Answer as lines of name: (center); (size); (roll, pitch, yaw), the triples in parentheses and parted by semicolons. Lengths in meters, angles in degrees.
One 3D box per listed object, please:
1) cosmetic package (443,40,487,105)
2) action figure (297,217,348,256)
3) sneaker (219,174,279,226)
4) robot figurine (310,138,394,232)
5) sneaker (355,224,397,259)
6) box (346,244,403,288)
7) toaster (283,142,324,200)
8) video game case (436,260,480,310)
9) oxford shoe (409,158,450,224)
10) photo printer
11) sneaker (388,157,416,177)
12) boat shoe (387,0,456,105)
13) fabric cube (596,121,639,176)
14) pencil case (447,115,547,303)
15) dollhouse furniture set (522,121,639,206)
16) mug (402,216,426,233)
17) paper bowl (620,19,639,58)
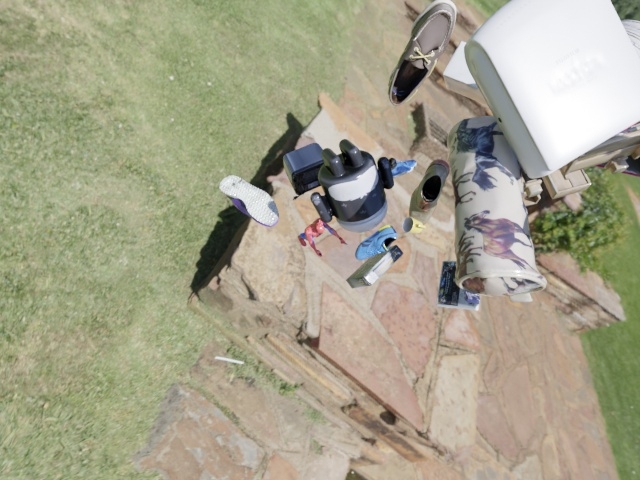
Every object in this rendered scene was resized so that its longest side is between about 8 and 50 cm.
cosmetic package: (0.725, -0.659, 1.701); (0.385, 0.156, 0.217); (30, 13, 20)
action figure: (0.000, 0.000, 1.387); (0.091, 0.280, 0.139); (-40, 89, -10)
sneaker: (-0.251, -0.133, 1.563); (0.293, 0.146, 0.102); (39, 77, 26)
robot figurine: (0.095, -0.153, 1.199); (0.278, 0.209, 0.174); (64, 36, -37)
sneaker: (0.224, 0.026, 1.657); (0.069, 0.209, 0.082); (30, 31, -35)
box: (0.243, 0.121, 1.853); (0.231, 0.183, 0.056); (-40, 95, -24)
toaster: (-0.056, -0.275, 1.618); (0.185, 0.168, 0.110); (-25, 65, -7)
video game case: (0.548, 0.174, 1.607); (0.022, 0.173, 0.190); (23, 74, -39)
oxford shoe: (0.455, -0.182, 1.789); (0.123, 0.348, 0.130); (20, 41, 13)
photo printer: (0.434, -0.310, 0.757); (0.308, 0.256, 0.107); (60, 1, -4)
sneaker: (0.340, -0.328, 1.772); (0.084, 0.152, 0.058); (58, 13, -44)
boat shoe: (0.289, -0.534, 1.196); (0.116, 0.324, 0.097); (20, 62, -9)
fabric cube: (1.251, -0.432, 1.624); (0.254, 0.258, 0.259); (20, 1, 18)
pencil case: (0.362, -0.077, 0.866); (0.183, 0.160, 0.410); (40, 48, -49)
dollhouse furniture set: (0.700, -0.270, 1.139); (0.355, 0.303, 0.174); (54, 20, -67)
mug: (0.359, -0.050, 1.552); (0.064, 0.062, 0.078); (13, 28, -29)
paper bowl: (0.872, -0.476, 1.200); (0.284, 0.148, 0.284); (50, 5, -6)
